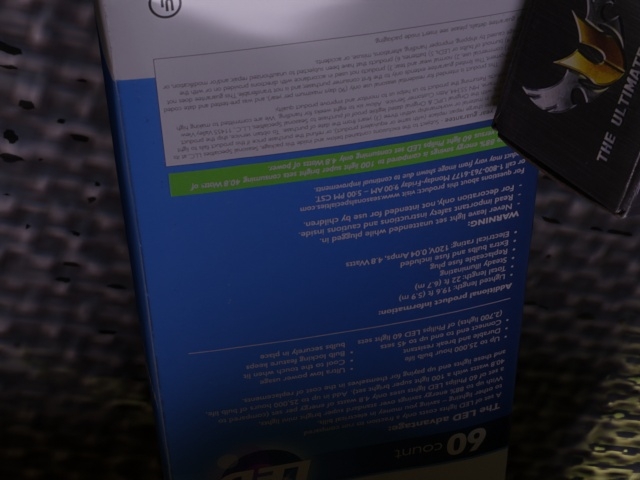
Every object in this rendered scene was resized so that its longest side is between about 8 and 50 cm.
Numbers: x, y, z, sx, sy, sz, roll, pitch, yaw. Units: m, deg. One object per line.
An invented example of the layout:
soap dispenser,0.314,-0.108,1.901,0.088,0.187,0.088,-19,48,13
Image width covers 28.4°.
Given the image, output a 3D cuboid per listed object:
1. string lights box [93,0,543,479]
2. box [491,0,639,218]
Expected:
string lights box,0.000,0.000,0.444,0.133,0.077,0.260,-9,130,-10
box,0.159,-0.127,0.353,0.183,0.056,0.231,-12,129,-37
